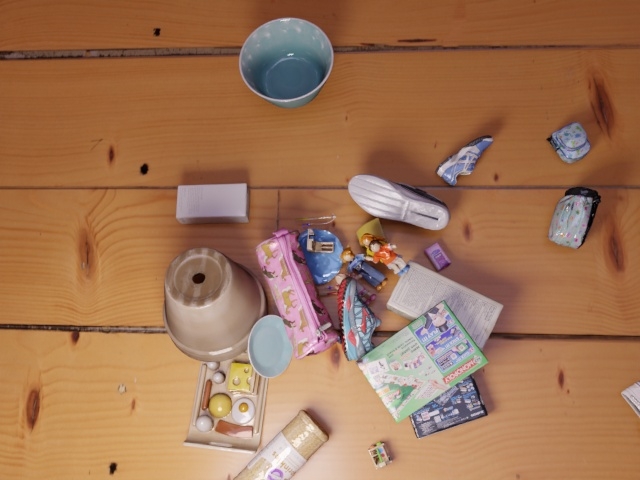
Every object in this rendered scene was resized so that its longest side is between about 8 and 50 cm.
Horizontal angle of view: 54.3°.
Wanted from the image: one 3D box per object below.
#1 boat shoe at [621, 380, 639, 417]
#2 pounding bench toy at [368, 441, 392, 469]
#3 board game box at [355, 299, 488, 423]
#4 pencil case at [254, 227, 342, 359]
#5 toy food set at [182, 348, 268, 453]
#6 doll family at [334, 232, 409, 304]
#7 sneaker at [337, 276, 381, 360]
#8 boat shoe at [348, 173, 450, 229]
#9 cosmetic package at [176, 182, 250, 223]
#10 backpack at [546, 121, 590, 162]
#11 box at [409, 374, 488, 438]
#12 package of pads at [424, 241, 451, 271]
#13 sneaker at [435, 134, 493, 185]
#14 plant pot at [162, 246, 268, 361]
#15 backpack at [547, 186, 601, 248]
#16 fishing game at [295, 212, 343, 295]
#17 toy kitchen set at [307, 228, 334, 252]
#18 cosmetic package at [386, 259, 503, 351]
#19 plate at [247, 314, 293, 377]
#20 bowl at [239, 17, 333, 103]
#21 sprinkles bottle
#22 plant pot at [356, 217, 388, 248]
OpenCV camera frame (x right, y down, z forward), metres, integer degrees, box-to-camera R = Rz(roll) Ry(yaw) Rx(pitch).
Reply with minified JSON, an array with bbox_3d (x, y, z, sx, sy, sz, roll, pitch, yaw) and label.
[{"bbox_3d":[0.952,0.530,1.770,0.084,0.095,0.258,-27,64,1],"label":"boat shoe"},{"bbox_3d":[0.171,0.619,1.806,0.052,0.083,0.065,-24,75,-2],"label":"pounding bench toy"},{"bbox_3d":[0.289,0.349,1.802,0.317,0.046,0.213,-36,82,7],"label":"board game box"},{"bbox_3d":[-0.072,0.159,1.892,0.167,0.160,0.386,-30,75,30],"label":"pencil case"},{"bbox_3d":[-0.279,0.468,1.873,0.220,0.092,0.306,5,71,6],"label":"toy food set"},{"bbox_3d":[0.148,0.069,1.910,0.163,0.118,0.263,39,123,-8],"label":"doll family"},{"bbox_3d":[0.118,0.230,1.890,0.125,0.104,0.262,-7,104,-8],"label":"sneaker"},{"bbox_3d":[0.249,-0.124,1.991,0.335,0.119,0.121,24,111,3],"label":"boat shoe"},{"bbox_3d":[-0.350,-0.119,2.051,0.231,0.085,0.117,0,75,3],"label":"cosmetic package"},{"bbox_3d":[0.806,-0.313,2.007,0.105,0.084,0.114,-26,77,0],"label":"backpack"},{"bbox_3d":[0.360,0.467,1.848,0.220,0.051,0.175,-19,74,0],"label":"box"},{"bbox_3d":[0.369,0.052,1.971,0.050,0.032,0.083,-32,75,-1],"label":"package of pads"},{"bbox_3d":[0.478,-0.262,2.030,0.211,0.080,0.081,-38,81,4],"label":"sneaker"},{"bbox_3d":[-0.328,0.162,1.841,0.323,0.280,0.323,-1,62,2],"label":"plant pot"},{"bbox_3d":[0.777,-0.067,1.923,0.115,0.152,0.182,17,89,14],"label":"backpack"},{"bbox_3d":[-0.017,0.053,2.000,0.189,0.041,0.264,-9,80,10],"label":"fishing game"},{"bbox_3d":[0.000,0.000,1.942,0.075,0.083,0.068,0,82,9],"label":"toy kitchen set"},{"bbox_3d":[0.371,0.201,1.889,0.309,0.113,0.160,27,79,11],"label":"cosmetic package"},{"bbox_3d":[-0.155,0.319,1.885,0.024,0.188,0.188,-7,71,41],"label":"plate"},{"bbox_3d":[-0.107,-0.573,2.112,0.312,0.163,0.311,-1,75,4],"label":"bowl"},{"bbox_3d":[-0.138,0.654,1.803,0.355,0.121,0.121,-44,76,-8],"label":"sprinkles bottle"},{"bbox_3d":[0.162,-0.015,1.984,0.083,0.081,0.081,-19,74,10],"label":"plant pot"}]
